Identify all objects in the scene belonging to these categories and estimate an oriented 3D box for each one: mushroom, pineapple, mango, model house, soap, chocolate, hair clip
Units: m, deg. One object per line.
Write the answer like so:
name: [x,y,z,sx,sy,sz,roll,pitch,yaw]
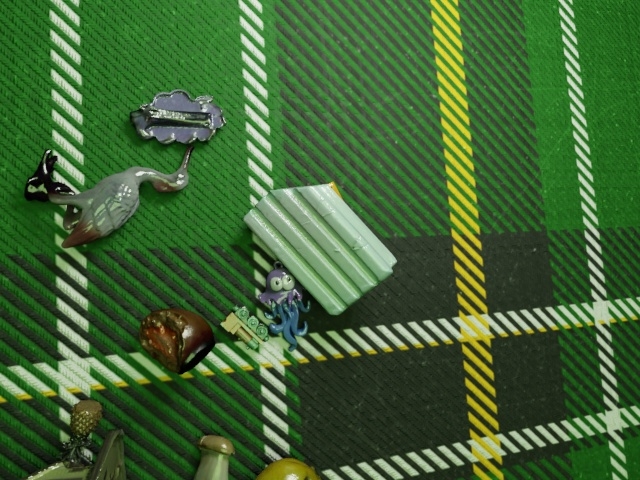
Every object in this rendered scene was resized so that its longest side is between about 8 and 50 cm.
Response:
mushroom: [-0.213,0.504,0.878,0.116,0.093,0.225,-11,68,15]
pineapple: [-0.451,0.367,0.839,0.058,0.058,0.124,17,94,-15]
mango: [-0.081,0.568,0.887,0.167,0.130,0.262,7,92,-25]
model house: [-0.482,0.448,0.724,0.278,0.205,0.218,2,109,-11]
soap: [0.000,0.000,0.936,0.289,0.095,0.173,47,114,-2]
chocolate: [-0.282,0.186,0.866,0.124,0.127,0.133,-44,82,-7]
hair clip: [-0.297,-0.264,0.940,0.195,0.052,0.124,-4,85,-18]

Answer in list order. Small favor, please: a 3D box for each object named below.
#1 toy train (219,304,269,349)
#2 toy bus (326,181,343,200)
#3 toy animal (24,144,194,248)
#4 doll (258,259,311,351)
toy train: [-0.157,0.187,0.946,0.103,0.044,0.064,44,77,-7]
toy bus: [0.035,-0.048,1.012,0.069,0.074,0.162,-29,94,-17]
toy animal: [-0.397,-0.092,0.873,0.324,0.090,0.195,-9,78,-20]
doll: [-0.073,0.142,0.967,0.110,0.067,0.206,-13,99,-9]
